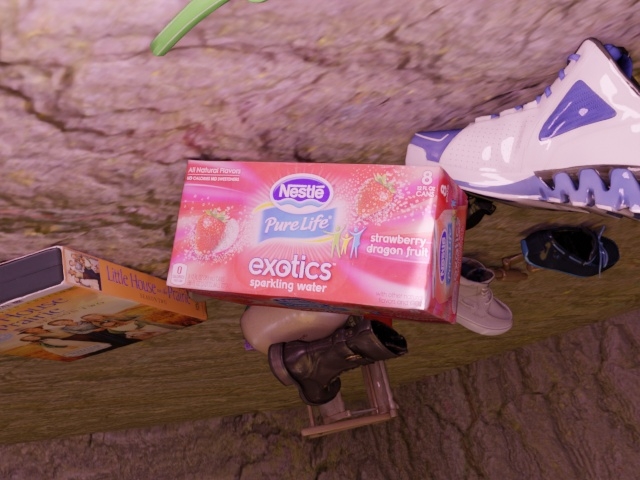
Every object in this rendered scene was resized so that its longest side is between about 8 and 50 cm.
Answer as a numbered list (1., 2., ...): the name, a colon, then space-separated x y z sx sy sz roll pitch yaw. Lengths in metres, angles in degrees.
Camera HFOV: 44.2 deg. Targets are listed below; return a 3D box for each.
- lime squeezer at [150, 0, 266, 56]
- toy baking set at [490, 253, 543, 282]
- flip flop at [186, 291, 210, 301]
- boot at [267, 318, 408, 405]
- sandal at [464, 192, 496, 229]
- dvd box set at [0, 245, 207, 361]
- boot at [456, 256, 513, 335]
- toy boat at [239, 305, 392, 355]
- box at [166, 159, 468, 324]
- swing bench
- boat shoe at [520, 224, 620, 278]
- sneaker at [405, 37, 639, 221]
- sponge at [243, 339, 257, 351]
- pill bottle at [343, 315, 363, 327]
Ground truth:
1. lime squeezer: -0.011 -0.208 0.558 0.310 0.059 0.110 -19 -168 16
2. toy baking set: 0.498 0.053 1.762 0.197 0.030 0.256 -24 159 33
3. flip flop: -0.090 0.053 1.258 0.277 0.080 0.112 -17 163 14
4. boot: 0.053 0.222 1.440 0.229 0.091 0.263 -18 151 19
5. sandal: 0.231 -0.048 1.205 0.097 0.054 0.254 -13 163 0
6. dvd box set: -0.410 0.117 1.268 0.308 0.062 0.420 -17 163 14
7. boot: 0.323 0.112 1.616 0.258 0.095 0.123 19 134 -26
8. toy boat: 0.003 0.131 1.513 0.318 0.148 0.267 7 150 -31
9. box: 0.000 0.000 0.881 0.300 0.154 0.142 4 170 23
10. swing bench: 0.059 0.363 2.061 0.255 0.253 0.165 -13 163 5
11. boat shoe: 0.512 0.022 1.551 0.258 0.109 0.089 -3 157 -35
12. sneaker: 0.265 -0.126 0.876 0.315 0.182 0.127 12 179 39
13. sponge: -0.070 0.236 1.942 0.210 0.031 0.117 -17 162 15
14. pill bottle: 0.094 0.178 1.794 0.078 0.078 0.137 -3 160 -29
